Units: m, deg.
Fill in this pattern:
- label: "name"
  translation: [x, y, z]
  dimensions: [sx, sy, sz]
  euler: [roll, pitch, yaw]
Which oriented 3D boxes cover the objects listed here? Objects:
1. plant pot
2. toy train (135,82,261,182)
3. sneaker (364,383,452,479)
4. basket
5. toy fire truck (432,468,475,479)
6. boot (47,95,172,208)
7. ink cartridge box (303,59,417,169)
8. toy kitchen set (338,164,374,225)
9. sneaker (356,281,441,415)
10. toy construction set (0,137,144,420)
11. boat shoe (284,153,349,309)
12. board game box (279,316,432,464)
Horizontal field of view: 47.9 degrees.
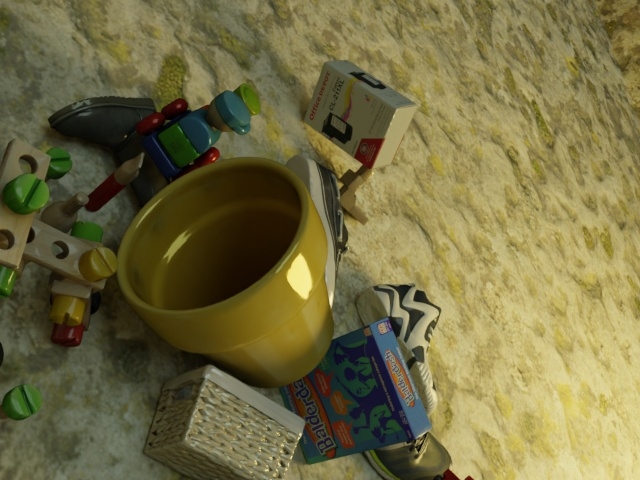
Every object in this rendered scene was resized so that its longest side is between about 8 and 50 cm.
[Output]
- label: "plant pot"
  translation: [-0.094, 0.061, 0.933]
  dimensions: [0.239, 0.253, 0.254]
  euler: [62, 31, -45]
- label: "toy train"
  translation: [-0.147, -0.178, 1.037]
  dimensions: [0.105, 0.143, 0.248]
  euler: [58, 22, -15]
- label: "sneaker"
  translation: [0.116, 0.284, 1.123]
  dimensions: [0.300, 0.121, 0.111]
  euler: [44, 44, -21]
- label: "basket"
  translation: [-0.122, 0.248, 0.910]
  dimensions: [0.167, 0.113, 0.103]
  euler: [36, 49, -25]
- label: "toy fire truck"
  translation: [0.188, 0.432, 1.142]
  dimensions: [0.192, 0.047, 0.135]
  euler: [-35, 139, -22]
- label: "boot"
  translation: [-0.258, -0.093, 0.997]
  dimensions: [0.189, 0.076, 0.209]
  euler: [-18, 88, -49]
- label: "ink cartridge box"
  translation: [0.068, -0.228, 1.298]
  dimensions: [0.175, 0.127, 0.072]
  euler: [38, 34, 25]
- label: "toy kitchen set"
  translation: [0.073, -0.089, 1.330]
  dimensions: [0.075, 0.083, 0.068]
  euler: [42, 3, -21]
- label: "sneaker"
  translation: [0.173, 0.176, 1.260]
  dimensions: [0.153, 0.094, 0.235]
  euler: [-16, 71, -40]
- label: "toy construction set"
  translation: [-0.293, -0.017, 0.785]
  dimensions: [0.257, 0.237, 0.309]
  euler: [47, 42, -16]
- label: "boat shoe"
  translation: [0.000, 0.000, 1.182]
  dimensions: [0.102, 0.108, 0.301]
  euler: [19, 49, -36]
- label: "board game box"
  translation: [0.036, 0.216, 1.012]
  dimensions: [0.047, 0.210, 0.160]
  euler: [-13, 78, -48]
